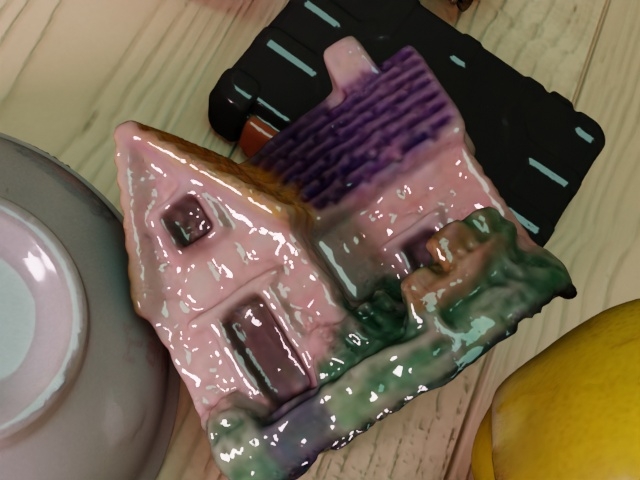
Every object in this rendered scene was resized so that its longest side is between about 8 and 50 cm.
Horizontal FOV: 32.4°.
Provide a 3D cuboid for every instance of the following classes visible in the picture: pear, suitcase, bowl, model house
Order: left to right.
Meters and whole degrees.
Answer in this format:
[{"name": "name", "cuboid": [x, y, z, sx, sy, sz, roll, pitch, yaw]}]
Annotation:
[{"name": "bowl", "cuboid": [-0.224, 0.059, 0.645, 0.345, 0.157, 0.345, 8, 72, -24]}, {"name": "model house", "cuboid": [0.000, 0.000, 0.700, 0.237, 0.202, 0.237, -35, 80, 13]}, {"name": "suitcase", "cuboid": [0.074, -0.093, 0.896, 0.285, 0.066, 0.206, 36, 60, 2]}, {"name": "pear", "cuboid": [0.267, 0.151, 0.698, 0.336, 0.285, 0.285, -29, 75, 0]}]

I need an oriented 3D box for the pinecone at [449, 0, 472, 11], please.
[{"name": "pinecone", "cuboid": [0.111, -0.301, 0.948, 0.150, 0.179, 0.195, -20, 85, 0]}]
